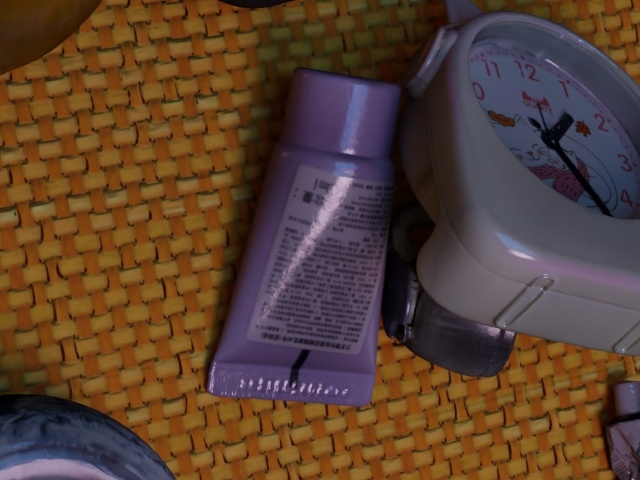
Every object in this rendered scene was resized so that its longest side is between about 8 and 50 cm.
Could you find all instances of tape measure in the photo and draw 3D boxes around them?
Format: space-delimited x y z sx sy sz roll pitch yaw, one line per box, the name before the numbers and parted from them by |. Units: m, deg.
tape measure | -0.219 0.247 1.320 0.256 0.147 0.275 -1 92 -26

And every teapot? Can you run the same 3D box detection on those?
teapot | 0.107 0.036 1.528 0.108 0.111 0.149 8 88 -16

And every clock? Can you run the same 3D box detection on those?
clock | 0.183 -0.068 1.515 0.265 0.108 0.324 13 47 -28

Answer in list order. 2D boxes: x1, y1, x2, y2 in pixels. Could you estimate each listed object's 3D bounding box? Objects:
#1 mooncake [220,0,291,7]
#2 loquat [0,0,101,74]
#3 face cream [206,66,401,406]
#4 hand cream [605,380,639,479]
mooncake | -0.066 -0.300 1.434 0.245 0.133 0.245 2 87 -28
loquat | -0.269 -0.239 1.251 0.275 0.275 0.275 2 87 -28
face cream | 0.000 0.000 1.490 0.154 0.096 0.274 7 97 -31
hand cream | 0.308 0.250 1.645 0.050 0.084 0.257 -17 92 -36
